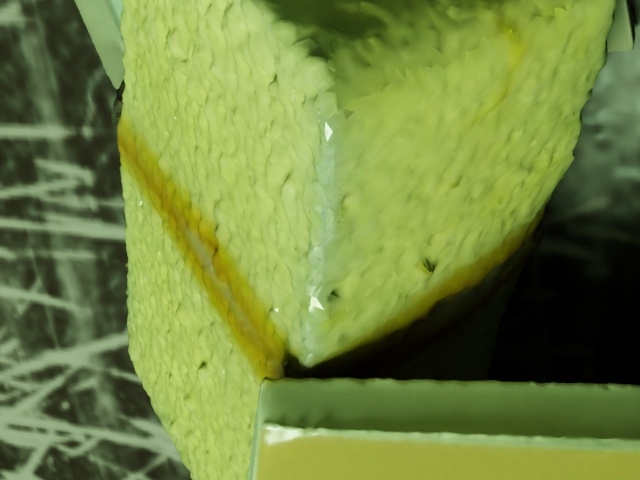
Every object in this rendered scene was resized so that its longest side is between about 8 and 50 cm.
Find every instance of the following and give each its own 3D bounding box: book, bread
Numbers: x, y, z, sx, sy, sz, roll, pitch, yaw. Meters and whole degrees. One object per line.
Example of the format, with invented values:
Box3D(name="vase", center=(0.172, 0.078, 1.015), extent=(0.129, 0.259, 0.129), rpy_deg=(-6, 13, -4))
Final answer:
Box3D(name="book", center=(0.090, 0.197, 0.587), extent=(0.268, 0.032, 0.389), rpy_deg=(3, 133, -7))
Box3D(name="bread", center=(0.000, 0.000, 0.512), extent=(0.178, 0.142, 0.266), rpy_deg=(3, 137, -2))

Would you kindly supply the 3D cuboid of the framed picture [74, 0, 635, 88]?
Box3D(name="framed picture", center=(-0.026, -0.173, 0.437), extent=(0.213, 0.016, 0.289), rpy_deg=(-1, 133, 22))
